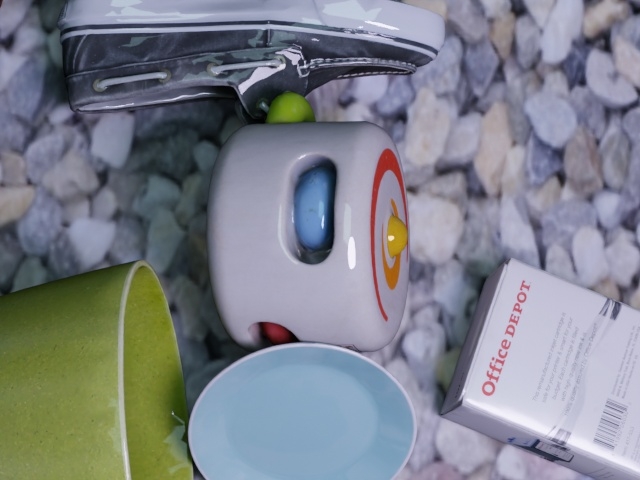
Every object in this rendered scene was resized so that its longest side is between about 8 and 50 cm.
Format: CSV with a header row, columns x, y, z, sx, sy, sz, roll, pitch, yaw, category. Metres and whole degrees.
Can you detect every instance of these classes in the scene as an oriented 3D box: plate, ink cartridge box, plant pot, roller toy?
x,y,z,sx,sy,sz,roll,pitch,yaw,category
-0.015,0.152,1.548,0.188,0.188,0.024,8,35,-9,plate
0.218,0.118,1.628,0.190,0.082,0.140,22,73,-4,ink cartridge box
-0.266,0.166,1.448,0.293,0.275,0.275,-6,77,5,plant pot
0.000,0.000,1.542,0.146,0.191,0.209,-1,120,15,roller toy

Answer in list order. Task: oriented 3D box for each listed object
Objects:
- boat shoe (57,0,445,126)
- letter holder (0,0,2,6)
x,y,z,sx,sy,sz,roll,pitch,yaw,category
-0.059,-0.150,1.633,0.335,0.121,0.119,0,84,0,boat shoe
-0.433,-0.203,1.559,0.301,0.214,0.152,26,41,-3,letter holder
